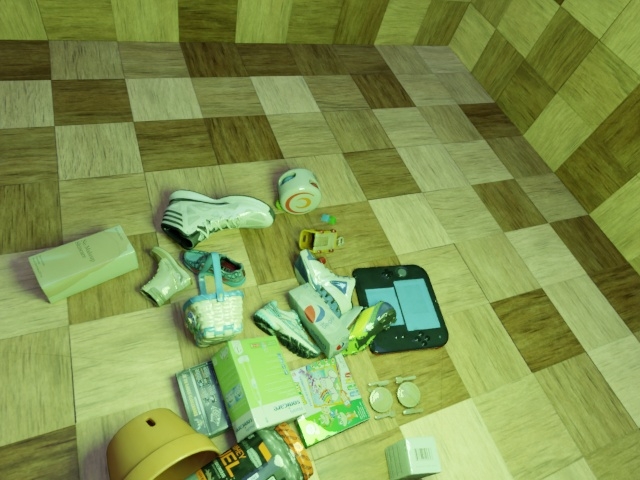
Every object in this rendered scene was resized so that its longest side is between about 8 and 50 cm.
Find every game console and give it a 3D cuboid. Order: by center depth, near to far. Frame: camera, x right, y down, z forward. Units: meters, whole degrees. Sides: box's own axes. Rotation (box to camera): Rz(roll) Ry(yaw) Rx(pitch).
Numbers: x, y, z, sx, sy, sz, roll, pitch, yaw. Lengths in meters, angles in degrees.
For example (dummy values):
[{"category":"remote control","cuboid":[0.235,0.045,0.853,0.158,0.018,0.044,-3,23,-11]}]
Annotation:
[{"category":"game console","cuboid":[0.331,0.275,1.767,0.341,0.060,0.387,0,55,-17]}]

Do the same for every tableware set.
[{"category":"tableware set","cuboid":[0.269,0.572,1.551,0.194,0.039,0.128,-5,68,-12]}]

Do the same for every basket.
[{"category":"basket","cuboid":[-0.377,0.210,1.485,0.201,0.255,0.289,0,65,-25]}]

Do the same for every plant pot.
[{"category":"plant pot","cuboid":[-0.453,0.615,1.178,0.290,0.291,0.203,-29,50,-31]}]

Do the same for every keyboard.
[{"category":"keyboard","cuboid":[0.071,0.339,1.646,0.072,0.014,0.256,4,37,44]}]

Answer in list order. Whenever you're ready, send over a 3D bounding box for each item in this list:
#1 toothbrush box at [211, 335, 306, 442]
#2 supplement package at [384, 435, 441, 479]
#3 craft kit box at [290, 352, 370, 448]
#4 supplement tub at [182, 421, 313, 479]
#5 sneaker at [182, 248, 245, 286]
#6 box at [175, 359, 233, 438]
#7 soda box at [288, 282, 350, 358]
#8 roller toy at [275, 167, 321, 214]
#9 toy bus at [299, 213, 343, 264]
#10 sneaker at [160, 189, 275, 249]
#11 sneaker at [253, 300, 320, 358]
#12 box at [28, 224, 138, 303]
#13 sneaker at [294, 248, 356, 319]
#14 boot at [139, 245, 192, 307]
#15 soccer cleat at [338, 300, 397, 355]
[{"category":"toothbrush box","cuboid":[-0.204,0.471,1.384,0.206,0.122,0.283,5,48,-48]},{"category":"supplement package","cuboid":[0.294,0.707,1.370,0.105,0.179,0.105,3,54,-14]},{"category":"craft kit box","cuboid":[0.012,0.550,1.481,0.246,0.061,0.250,-15,61,-22]},{"category":"supplement tub","cuboid":[-0.199,0.652,1.125,0.338,0.207,0.207,-26,66,-27]},{"category":"sneaker","cuboid":[-0.407,0.081,1.648,0.261,0.125,0.104,20,52,-2]},{"category":"box","cuboid":[-0.355,0.516,1.395,0.183,0.056,0.231,-16,61,-25]},{"category":"soda box","cuboid":[-0.010,0.292,1.583,0.091,0.098,0.286,-23,49,-25]},{"category":"roller toy","cuboid":[-0.096,-0.225,1.916,0.209,0.191,0.146,-2,55,-17]},{"category":"toy bus","cuboid":[-0.006,-0.005,1.836,0.104,0.202,0.191,13,54,32]},{"category":"sneaker","cuboid":[-0.417,-0.051,1.709,0.447,0.169,0.258,6,49,0]},{"category":"sneaker","cuboid":[-0.106,0.322,1.573,0.283,0.110,0.122,35,53,9]},{"category":"box","cuboid":[-0.840,0.080,1.524,0.311,0.121,0.148,-27,66,-30]},{"category":"sneaker","cuboid":[0.035,0.175,1.723,0.182,0.127,0.316,-21,70,-32]},{"category":"boot","cuboid":[-0.609,0.132,1.585,0.213,0.077,0.165,42,57,11]},{"category":"soccer cleat","cuboid":[0.163,0.339,1.642,0.289,0.093,0.121,-34,34,-11]}]
